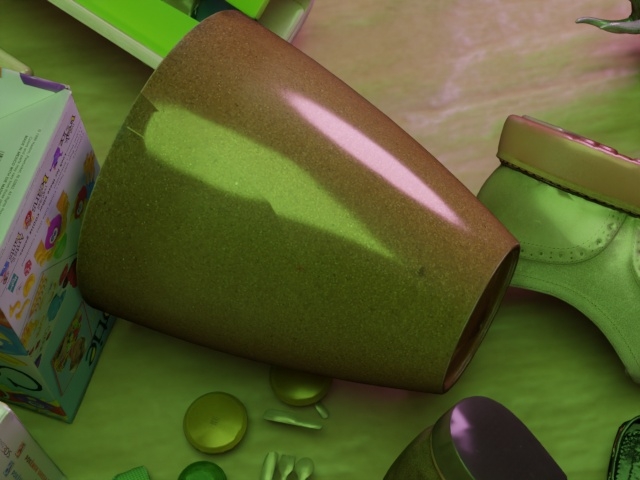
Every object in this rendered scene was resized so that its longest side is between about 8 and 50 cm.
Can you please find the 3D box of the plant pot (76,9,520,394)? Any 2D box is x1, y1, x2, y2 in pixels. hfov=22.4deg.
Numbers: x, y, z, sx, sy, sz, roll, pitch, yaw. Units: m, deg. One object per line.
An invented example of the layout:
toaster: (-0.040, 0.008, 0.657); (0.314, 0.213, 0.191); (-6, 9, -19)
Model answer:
plant pot: (0.000, 0.000, 1.130); (0.254, 0.237, 0.237); (28, 69, 13)

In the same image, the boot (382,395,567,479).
boot: (0.155, 0.256, 1.090); (0.112, 0.115, 0.305); (-23, 74, -51)

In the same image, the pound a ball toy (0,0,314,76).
pound a ball toy: (-0.189, -0.203, 1.311); (0.319, 0.136, 0.208); (33, 96, 16)

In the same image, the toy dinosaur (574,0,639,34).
toy dinosaur: (0.372, -0.139, 1.259); (0.313, 0.121, 0.160); (34, 83, 12)

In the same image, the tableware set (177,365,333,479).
tableware set: (-0.047, 0.130, 1.190); (0.104, 0.024, 0.154); (9, 67, 10)

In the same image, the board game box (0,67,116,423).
board game box: (-0.235, 0.002, 1.117); (0.142, 0.275, 0.144); (16, 67, 10)

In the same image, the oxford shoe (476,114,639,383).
oxford shoe: (0.291, 0.049, 1.172); (0.397, 0.140, 0.146); (26, 97, 11)

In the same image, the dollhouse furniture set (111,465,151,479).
dollhouse furniture set: (-0.129, 0.226, 1.127); (0.076, 0.058, 0.151); (-28, 67, -10)

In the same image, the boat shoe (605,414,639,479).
boat shoe: (0.221, 0.188, 1.138); (0.049, 0.042, 0.133); (8, 67, 4)

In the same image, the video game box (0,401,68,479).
video game box: (-0.288, 0.117, 1.116); (0.205, 0.187, 0.048); (24, 68, 14)
